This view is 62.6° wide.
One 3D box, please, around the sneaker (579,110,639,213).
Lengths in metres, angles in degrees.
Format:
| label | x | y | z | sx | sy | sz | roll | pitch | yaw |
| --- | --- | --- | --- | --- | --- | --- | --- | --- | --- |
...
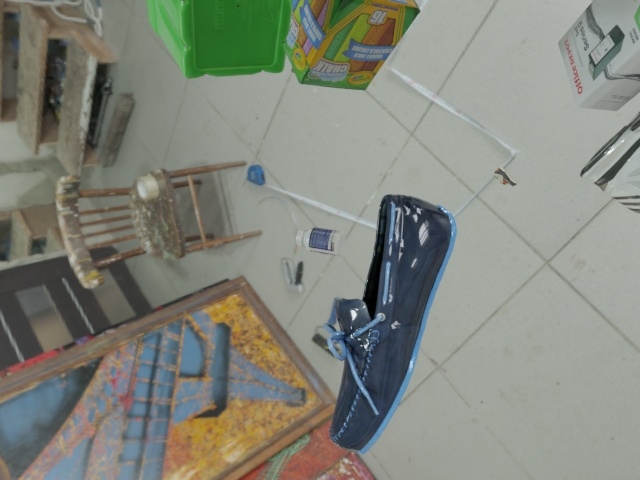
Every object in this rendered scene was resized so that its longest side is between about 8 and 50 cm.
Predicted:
| label | x | y | z | sx | sy | sz | roll | pitch | yaw |
| --- | --- | --- | --- | --- | --- | --- | --- | --- | --- |
| sneaker | 0.869 | -0.223 | 1.260 | 0.257 | 0.169 | 0.447 | 42 | 152 | 10 |

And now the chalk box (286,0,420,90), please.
| label | x | y | z | sx | sy | sz | roll | pitch | yaw |
| --- | --- | --- | --- | --- | --- | --- | --- | --- | --- |
| chalk box | 0.034 | -0.438 | 1.101 | 0.289 | 0.180 | 0.179 | -51 | 52 | 51 |

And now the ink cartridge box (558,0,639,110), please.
| label | x | y | z | sx | sy | sz | roll | pitch | yaw |
| --- | --- | --- | --- | --- | --- | --- | --- | --- | --- |
| ink cartridge box | 0.692 | -0.462 | 1.187 | 0.289 | 0.121 | 0.211 | 117 | 152 | -64 |

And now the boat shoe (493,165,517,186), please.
| label | x | y | z | sx | sy | sz | roll | pitch | yaw |
| --- | --- | --- | --- | --- | --- | --- | --- | --- | --- |
| boat shoe | 0.628 | -0.211 | 1.794 | 0.043 | 0.049 | 0.137 | -50 | 21 | 19 |

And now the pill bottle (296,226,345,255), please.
| label | x | y | z | sx | sy | sz | roll | pitch | yaw |
| --- | --- | --- | --- | --- | --- | --- | --- | --- | --- |
| pill bottle | 0.000 | 0.000 | 1.391 | 0.120 | 0.067 | 0.067 | 9 | 111 | 19 |

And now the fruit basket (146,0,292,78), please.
| label | x | y | z | sx | sy | sz | roll | pitch | yaw |
| --- | --- | --- | --- | --- | --- | --- | --- | --- | --- |
| fruit basket | -0.143 | -0.493 | 0.821 | 0.392 | 0.283 | 0.392 | 171 | 90 | -74 |

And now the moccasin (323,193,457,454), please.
| label | x | y | z | sx | sy | sz | roll | pitch | yaw |
| --- | --- | --- | --- | --- | --- | --- | --- | --- | --- |
| moccasin | 0.068 | 0.101 | 0.707 | 0.138 | 0.116 | 0.342 | 152 | 140 | -72 |
